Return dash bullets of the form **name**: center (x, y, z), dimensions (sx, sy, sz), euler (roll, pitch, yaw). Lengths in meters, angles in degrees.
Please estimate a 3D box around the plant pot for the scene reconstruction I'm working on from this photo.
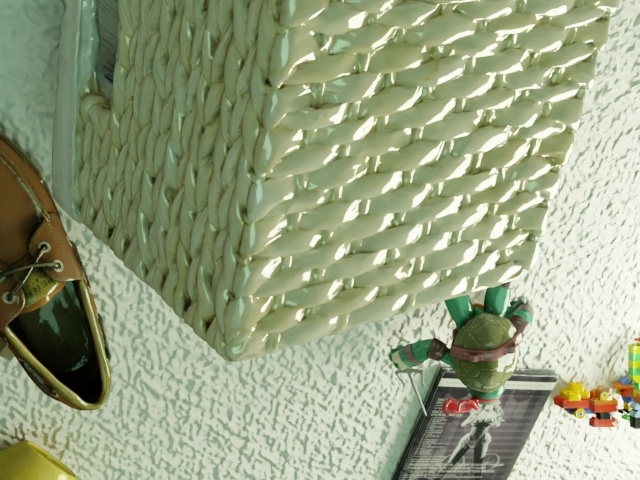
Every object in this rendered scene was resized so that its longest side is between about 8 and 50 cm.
- **plant pot**: center (-0.311, 0.266, 1.110), dimensions (0.095, 0.134, 0.134), euler (-53, 128, -12)

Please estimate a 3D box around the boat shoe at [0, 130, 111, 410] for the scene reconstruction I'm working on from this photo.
- **boat shoe**: center (-0.258, 0.023, 0.944), dimensions (0.111, 0.104, 0.307), euler (-35, 128, -16)

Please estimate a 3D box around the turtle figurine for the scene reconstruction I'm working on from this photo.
- **turtle figurine**: center (0.173, 0.098, 1.177), dimensions (0.175, 0.118, 0.234), euler (-15, 119, -20)

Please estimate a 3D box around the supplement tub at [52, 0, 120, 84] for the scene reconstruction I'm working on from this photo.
- **supplement tub**: center (-0.165, -0.174, 0.882), dimensions (0.071, 0.071, 0.107), euler (29, 111, -34)

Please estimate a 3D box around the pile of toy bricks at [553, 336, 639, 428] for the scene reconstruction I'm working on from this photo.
- **pile of toy bricks**: center (0.409, 0.172, 1.334), dimensions (0.212, 0.118, 0.105), euler (0, 91, -10)

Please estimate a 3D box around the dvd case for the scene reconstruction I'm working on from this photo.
- **dvd case**: center (0.188, 0.248, 1.344), dimensions (0.165, 0.018, 0.221), euler (5, 122, -22)

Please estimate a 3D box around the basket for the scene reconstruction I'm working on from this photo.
- **basket**: center (0.003, -0.130, 0.801), dimensions (0.331, 0.266, 0.328), euler (-12, 127, -35)

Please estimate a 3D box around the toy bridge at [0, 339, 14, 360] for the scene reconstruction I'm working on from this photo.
- **toy bridge**: center (-0.351, 0.053, 0.997), dimensions (0.188, 0.026, 0.063), euler (29, 109, -33)
